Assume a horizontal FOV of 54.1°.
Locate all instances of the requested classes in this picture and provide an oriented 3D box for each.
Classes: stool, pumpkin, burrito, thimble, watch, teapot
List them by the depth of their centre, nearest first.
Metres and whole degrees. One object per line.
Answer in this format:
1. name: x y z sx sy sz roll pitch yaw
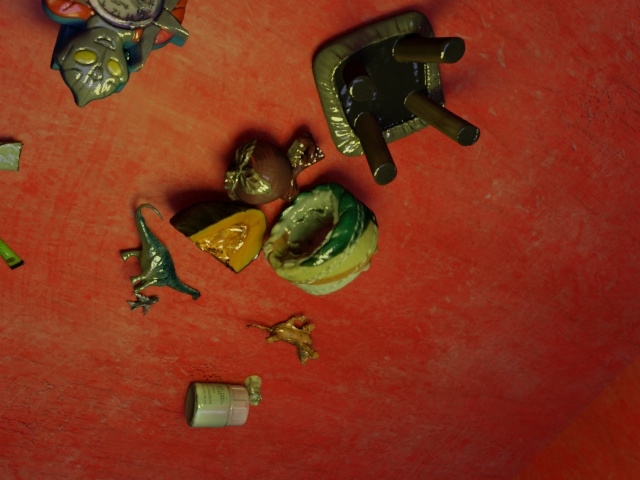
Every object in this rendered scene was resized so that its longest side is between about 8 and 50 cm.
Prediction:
1. watch: -0.399 -0.374 1.156 0.241 0.274 0.305 21 82 -30
2. burrito: -0.702 -0.184 1.341 0.118 0.044 0.074 3 125 -24
3. stool: 0.171 -0.326 1.443 0.310 0.226 0.310 -24 126 -3
4. pumpkin: -0.247 -0.049 1.539 0.169 0.148 0.312 -51 160 -5
5. thimble: 0.000 0.000 1.579 0.288 0.254 0.167 -33 134 20
6. teapot: -0.206 0.461 1.932 0.057 0.083 0.067 -15 129 -3

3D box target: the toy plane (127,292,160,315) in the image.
1. toy plane: -0.469 0.165 1.669 0.083 0.031 0.078 -19 127 -6

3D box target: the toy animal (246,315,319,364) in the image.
1. toy animal: -0.109 0.275 1.845 0.255 0.114 0.116 26 154 -27

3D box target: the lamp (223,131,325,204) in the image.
1. lamp: -0.125 -0.176 1.498 0.215 0.151 0.223 -49 167 33

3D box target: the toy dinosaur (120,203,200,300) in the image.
1. toy dinosaur: -0.425 0.062 1.592 0.147 0.076 0.363 -27 133 -13

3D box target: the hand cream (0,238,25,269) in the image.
1. hand cream: -0.749 0.021 1.479 0.036 0.023 0.122 -27 131 -5

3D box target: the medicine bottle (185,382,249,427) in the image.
1. medicine bottle: -0.312 0.496 1.886 0.168 0.135 0.135 8 120 -23
